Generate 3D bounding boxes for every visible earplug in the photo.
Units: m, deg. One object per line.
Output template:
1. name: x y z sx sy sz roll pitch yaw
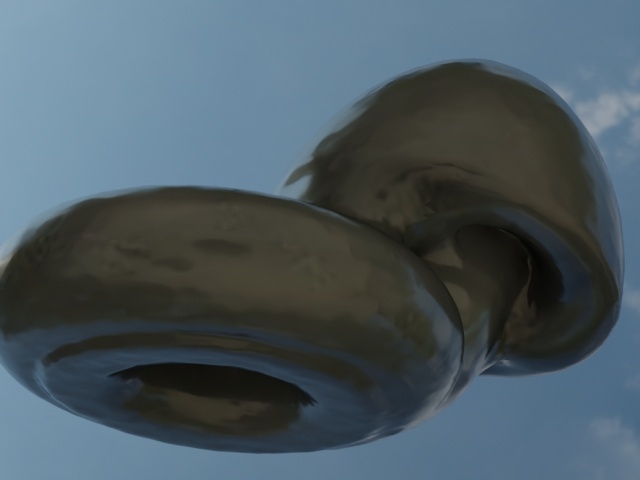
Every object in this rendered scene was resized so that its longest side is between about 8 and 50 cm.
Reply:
1. earplug: 0.005 0.011 0.535 0.325 0.214 0.175 -15 -104 -30
